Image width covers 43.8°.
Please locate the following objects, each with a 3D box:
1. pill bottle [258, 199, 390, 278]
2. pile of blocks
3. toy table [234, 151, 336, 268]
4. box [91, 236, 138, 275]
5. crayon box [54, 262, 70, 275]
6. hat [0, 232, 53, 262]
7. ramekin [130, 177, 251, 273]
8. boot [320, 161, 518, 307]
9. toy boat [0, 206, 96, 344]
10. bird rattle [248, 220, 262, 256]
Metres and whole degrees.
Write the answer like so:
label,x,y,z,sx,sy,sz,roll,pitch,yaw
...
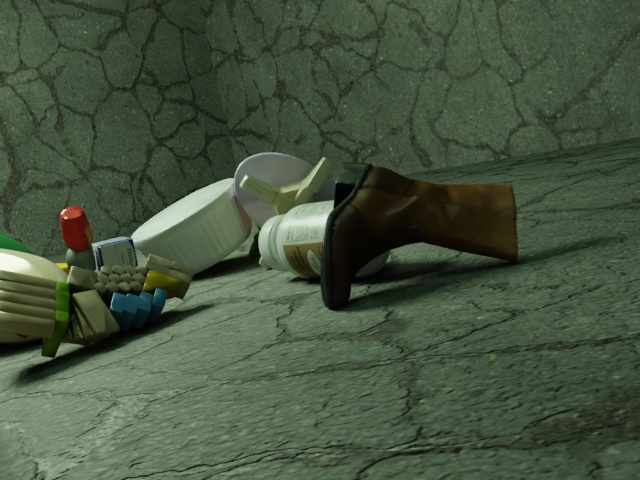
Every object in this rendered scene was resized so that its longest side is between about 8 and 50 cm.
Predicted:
label,x,y,z,sx,sy,sz,roll,pitch,yaw
pill bottle,0.000,0.000,1.363,0.131,0.131,0.229,-18,9,-39
pile of blocks,-0.358,0.121,1.273,0.362,0.149,0.113,-7,-42,-44
toy table,-0.057,-0.070,1.666,0.274,0.252,0.161,20,11,-7
box,-0.417,0.061,1.630,0.072,0.126,0.137,-13,7,-23
crayon box,-0.703,0.131,1.665,0.313,0.106,0.362,-18,9,-38
hat,-0.661,-0.017,1.593,0.208,0.184,0.173,-13,8,-20
ramekin,-0.279,-0.020,1.792,0.272,0.127,0.273,-26,15,8
boot,0.147,0.006,1.175,0.280,0.096,0.264,10,46,5
toy boat,-0.523,0.077,1.468,0.267,0.148,0.318,18,43,19
bird rattle,-0.136,-0.094,1.866,0.143,0.254,0.207,-21,42,-18
